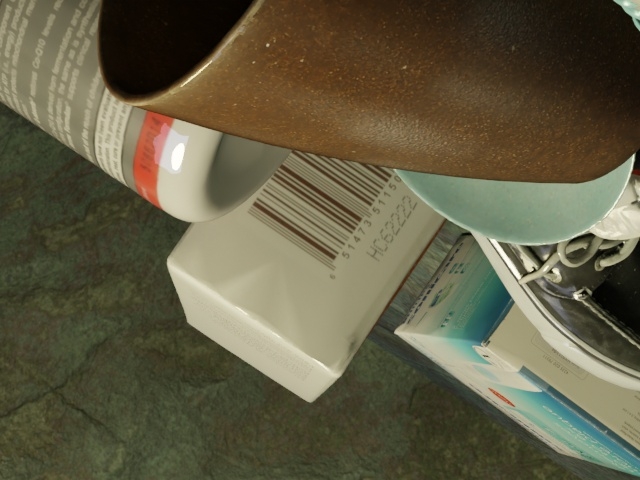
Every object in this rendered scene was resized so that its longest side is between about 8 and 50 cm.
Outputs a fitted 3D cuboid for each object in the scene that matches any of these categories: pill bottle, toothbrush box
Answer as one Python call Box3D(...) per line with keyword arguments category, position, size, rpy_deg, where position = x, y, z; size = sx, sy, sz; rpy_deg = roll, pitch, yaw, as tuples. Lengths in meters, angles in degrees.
Box3D(category="pill bottle", position=(-0.171, -0.188, 1.107), size=(0.363, 0.210, 0.210), rpy_deg=(33, 171, 12))
Box3D(category="toothbrush box", position=(0.218, 0.100, 1.496), size=(0.216, 0.126, 0.295), rpy_deg=(36, 173, -10))

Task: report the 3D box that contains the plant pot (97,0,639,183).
Box3D(category="plant pot", position=(0.050, -0.116, 0.757), size=(0.230, 0.215, 0.215), rpy_deg=(24, 178, -28))

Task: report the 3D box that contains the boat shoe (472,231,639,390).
Box3D(category="boat shoe", position=(0.169, -0.019, 1.078), size=(0.306, 0.113, 0.105), rpy_deg=(52, 163, -9))

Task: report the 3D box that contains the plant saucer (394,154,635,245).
Box3D(category="plant saucer", position=(0.106, -0.089, 0.965), size=(0.195, 0.037, 0.195), rpy_deg=(24, 134, 28))

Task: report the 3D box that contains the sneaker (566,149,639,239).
Box3D(category="sneaker", position=(0.227, -0.036, 0.970), size=(0.158, 0.065, 0.061), rpy_deg=(7, 131, 30))

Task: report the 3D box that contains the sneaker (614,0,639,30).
Box3D(category="sneaker", position=(0.136, -0.100, 0.493), size=(0.122, 0.110, 0.283), rpy_deg=(7, 176, 0))

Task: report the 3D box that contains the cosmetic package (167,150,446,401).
Box3D(category="cosmetic package", position=(0.000, 0.000, 1.429), size=(0.161, 0.230, 0.453), rpy_deg=(34, 172, 2))
